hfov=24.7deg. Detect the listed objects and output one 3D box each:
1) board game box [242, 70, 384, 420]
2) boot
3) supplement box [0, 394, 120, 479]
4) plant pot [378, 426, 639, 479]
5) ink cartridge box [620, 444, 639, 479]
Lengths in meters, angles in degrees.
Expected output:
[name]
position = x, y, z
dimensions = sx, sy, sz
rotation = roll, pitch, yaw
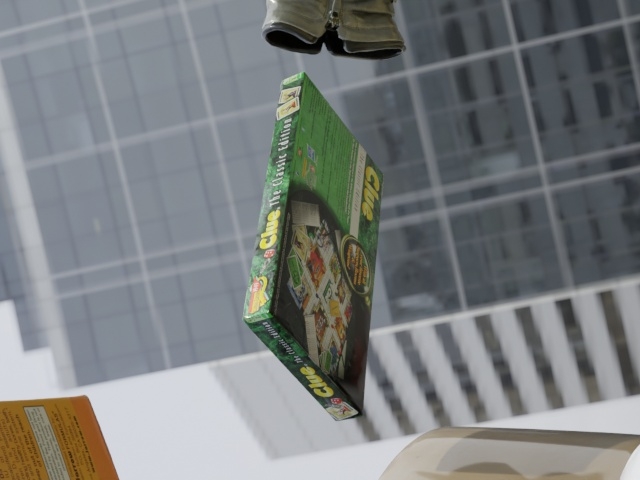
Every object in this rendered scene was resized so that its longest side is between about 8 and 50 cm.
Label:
[board game box]
position = 0.000, 0.000, 1.147
dimensions = 0.136, 0.030, 0.259
rotation = 48, -147, -35
[boot]
position = 0.057, -0.233, 1.304
dimensions = 0.083, 0.246, 0.161
rotation = 134, 132, -66
[supplement box]
position = -0.228, 0.147, 0.919
dimensions = 0.233, 0.078, 0.080
rotation = 5, -120, -65
[plant pot]
position = 0.184, 0.271, 1.119
dimensions = 0.323, 0.280, 0.323
rotation = -21, -62, -45
[ink cartridge box]
position = 0.260, 0.219, 0.784
dimensions = 0.232, 0.189, 0.066
rotation = -77, 4, -46
